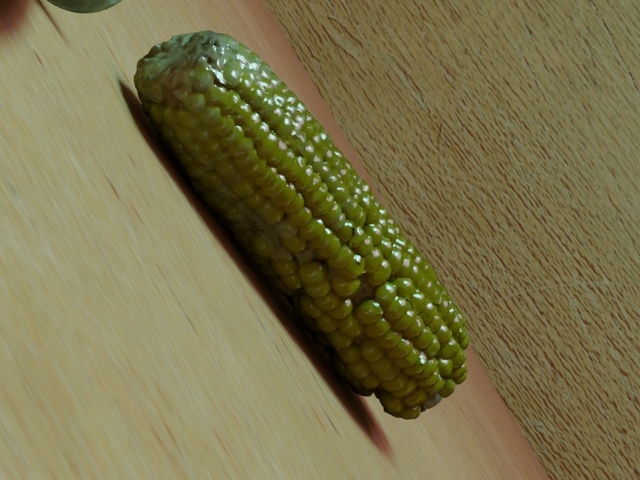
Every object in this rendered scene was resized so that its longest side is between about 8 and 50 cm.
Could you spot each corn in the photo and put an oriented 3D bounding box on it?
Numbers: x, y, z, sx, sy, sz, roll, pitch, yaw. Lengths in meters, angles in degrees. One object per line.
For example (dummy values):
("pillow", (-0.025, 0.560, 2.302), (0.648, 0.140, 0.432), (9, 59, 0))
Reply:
("corn", (0.000, 0.000, 0.905), (0.320, 0.097, 0.097), (52, 8, -34))

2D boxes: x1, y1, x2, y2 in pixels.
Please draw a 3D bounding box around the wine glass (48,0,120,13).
("wine glass", (-0.124, -0.140, 0.675), (0.073, 0.073, 0.155), (58, 2, -4))
